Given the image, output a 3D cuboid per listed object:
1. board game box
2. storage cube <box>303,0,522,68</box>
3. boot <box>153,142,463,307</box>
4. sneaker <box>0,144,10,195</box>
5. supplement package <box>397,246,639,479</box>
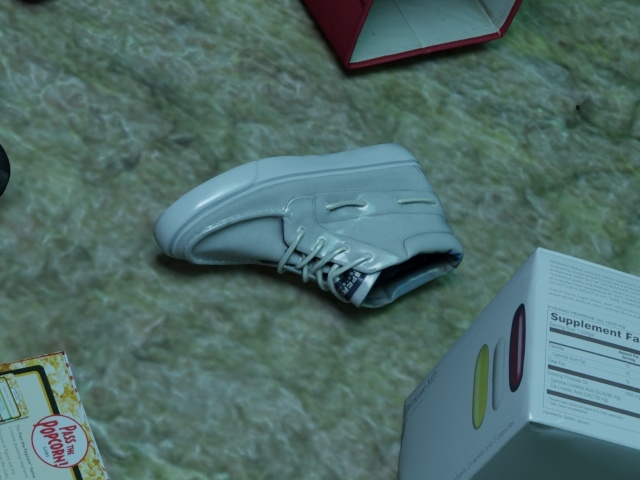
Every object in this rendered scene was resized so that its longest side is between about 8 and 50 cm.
[{"bbox_3d":[-0.255,0.168,1.299,0.194,0.045,0.146,-10,64,-27],"label":"board game box"},{"bbox_3d":[0.077,-0.298,1.635,0.184,0.215,0.193,-15,60,-29],"label":"storage cube"},{"bbox_3d":[0.000,0.000,1.479,0.258,0.095,0.123,-15,60,-31],"label":"boot"},{"bbox_3d":[-0.330,-0.153,1.439,0.283,0.107,0.124,43,48,7],"label":"sneaker"},{"bbox_3d":[0.195,0.152,1.362,0.204,0.262,0.145,17,55,-12],"label":"supplement package"}]
